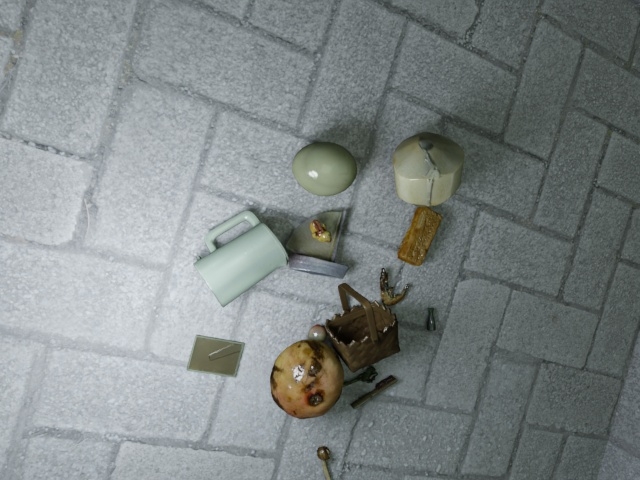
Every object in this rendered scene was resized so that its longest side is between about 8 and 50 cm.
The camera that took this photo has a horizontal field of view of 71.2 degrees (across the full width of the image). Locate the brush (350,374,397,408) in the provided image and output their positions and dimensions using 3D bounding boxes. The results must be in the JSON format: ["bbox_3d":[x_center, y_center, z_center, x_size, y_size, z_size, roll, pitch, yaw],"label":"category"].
[{"bbox_3d":[0.245,0.699,2.074,0.248,0.043,0.036,-27,97,-14],"label":"brush"}]

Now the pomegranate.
[{"bbox_3d":[-0.053,0.568,1.835,0.322,0.322,0.322,-2,96,-19],"label":"pomegranate"}]

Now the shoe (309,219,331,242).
[{"bbox_3d":[-0.004,-0.035,1.825,0.072,0.069,0.109,-23,71,-14],"label":"shoe"}]

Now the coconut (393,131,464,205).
[{"bbox_3d":[0.452,-0.307,1.891,0.323,0.323,0.322,-2,96,-19],"label":"coconut"}]

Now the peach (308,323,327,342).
[{"bbox_3d":[-0.012,0.405,1.934,0.083,0.083,0.083,-2,96,-19],"label":"peach"}]

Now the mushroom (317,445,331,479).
[{"bbox_3d":[0.027,1.015,2.023,0.061,0.060,0.187,-16,103,-16],"label":"mushroom"}]

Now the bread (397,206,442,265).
[{"bbox_3d":[0.449,-0.022,2.051,0.139,0.077,0.270,24,86,-16],"label":"bread"}]

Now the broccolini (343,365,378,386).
[{"bbox_3d":[0.143,0.646,2.044,0.255,0.071,0.057,-18,143,-10],"label":"broccolini"}]

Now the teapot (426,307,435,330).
[{"bbox_3d":[0.530,0.375,2.139,0.043,0.043,0.110,-3,94,-19],"label":"teapot"}]

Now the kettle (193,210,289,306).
[{"bbox_3d":[-0.320,0.072,1.753,0.318,0.265,0.205,-34,137,-13],"label":"kettle"}]

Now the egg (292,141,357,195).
[{"bbox_3d":[0.018,-0.287,1.800,0.269,0.219,0.219,-2,96,-14],"label":"egg"}]

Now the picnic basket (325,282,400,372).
[{"bbox_3d":[0.172,0.352,1.898,0.291,0.254,0.320,-21,113,-16],"label":"picnic basket"}]

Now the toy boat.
[{"bbox_3d":[-0.017,0.027,1.891,0.276,0.111,0.293,-3,84,-18],"label":"toy boat"}]

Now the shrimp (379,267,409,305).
[{"bbox_3d":[0.339,0.204,2.055,0.148,0.035,0.195,-13,107,-15],"label":"shrimp"}]

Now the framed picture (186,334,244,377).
[{"bbox_3d":[-0.429,0.474,1.830,0.203,0.015,0.150,14,91,-19],"label":"framed picture"}]
